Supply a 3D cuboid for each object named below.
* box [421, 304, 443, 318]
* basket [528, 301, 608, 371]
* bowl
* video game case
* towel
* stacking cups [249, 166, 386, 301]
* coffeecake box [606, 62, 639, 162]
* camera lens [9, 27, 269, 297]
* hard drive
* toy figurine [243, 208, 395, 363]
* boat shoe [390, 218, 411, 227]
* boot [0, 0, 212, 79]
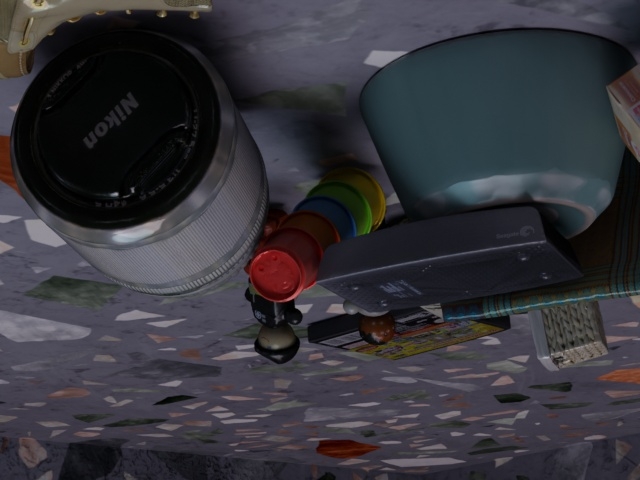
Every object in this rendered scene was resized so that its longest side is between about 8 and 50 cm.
[{"bbox_3d":[0.254,0.006,1.819,0.275,0.113,0.094,-24,152,25],"label":"box"},{"bbox_3d":[0.381,0.108,2.141,0.103,0.167,0.113,-15,160,15],"label":"basket"},{"bbox_3d":[0.200,-0.089,1.493,0.311,0.163,0.311,-2,161,-1],"label":"bowl"},{"bbox_3d":[0.158,0.156,2.452,0.274,0.035,0.248,-19,156,38],"label":"video game case"},{"bbox_3d":[0.328,-0.031,1.577,0.370,0.271,0.040,-10,129,24],"label":"towel"},{"bbox_3d":[0.000,0.000,1.580,0.096,0.096,0.316,-9,-165,17],"label":"stacking cups"},{"bbox_3d":[0.383,-0.156,1.348,0.185,0.068,0.142,-35,157,5],"label":"coffeecake box"},{"bbox_3d":[-0.173,-0.070,1.384,0.219,0.219,0.274,-6,162,7],"label":"camera lens"},{"bbox_3d":[0.139,0.023,1.474,0.254,0.054,0.172,-11,161,23],"label":"hard drive"},{"bbox_3d":[0.004,0.056,1.794,0.209,0.148,0.213,-5,-155,-1],"label":"toy figurine"},{"bbox_3d":[0.113,-0.008,1.934,0.056,0.048,0.153,14,150,-32],"label":"boat shoe"},{"bbox_3d":[-0.190,-0.212,1.156,0.203,0.095,0.262,-1,158,-11],"label":"boot"}]
